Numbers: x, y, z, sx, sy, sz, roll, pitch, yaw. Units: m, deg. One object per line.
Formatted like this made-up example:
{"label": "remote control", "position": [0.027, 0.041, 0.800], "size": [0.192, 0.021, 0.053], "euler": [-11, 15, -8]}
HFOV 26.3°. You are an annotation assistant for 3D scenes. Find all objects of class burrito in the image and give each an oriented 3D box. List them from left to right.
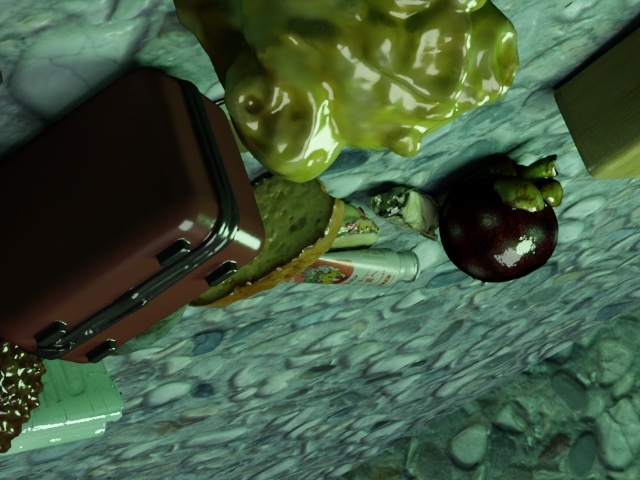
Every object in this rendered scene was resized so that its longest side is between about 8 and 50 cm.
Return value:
{"label": "burrito", "position": [0.134, -0.045, 2.091], "size": [0.063, 0.058, 0.229], "euler": [-27, 159, 21]}

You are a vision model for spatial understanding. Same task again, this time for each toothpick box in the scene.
{"label": "toothpick box", "position": [0.495, -0.222, 1.882], "size": [0.190, 0.187, 0.308], "euler": [-6, 158, -43]}

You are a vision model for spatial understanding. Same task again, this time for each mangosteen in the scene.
{"label": "mangosteen", "position": [0.287, -0.043, 2.114], "size": [0.194, 0.194, 0.230], "euler": [-3, 126, -47]}

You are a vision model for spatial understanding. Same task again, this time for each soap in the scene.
{"label": "soap", "position": [-0.427, 0.227, 1.991], "size": [0.261, 0.150, 0.094], "euler": [-7, 157, -42]}

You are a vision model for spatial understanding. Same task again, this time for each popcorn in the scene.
{"label": "popcorn", "position": [0.028, -0.217, 1.207], "size": [0.312, 0.312, 0.312], "euler": [-22, 160, -8]}

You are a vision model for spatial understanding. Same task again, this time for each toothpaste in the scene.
{"label": "toothpaste", "position": [0.043, 0.039, 2.016], "size": [0.234, 0.057, 0.089], "euler": [1, 154, -37]}

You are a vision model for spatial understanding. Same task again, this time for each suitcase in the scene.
{"label": "suitcase", "position": [-0.222, -0.023, 1.469], "size": [0.297, 0.236, 0.161], "euler": [-33, 148, 22]}

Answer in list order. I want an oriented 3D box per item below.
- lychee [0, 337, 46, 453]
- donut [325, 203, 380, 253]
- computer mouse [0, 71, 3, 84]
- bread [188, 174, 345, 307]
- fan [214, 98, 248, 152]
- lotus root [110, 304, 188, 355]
{"label": "lychee", "position": [-0.439, 0.146, 1.650], "size": [0.271, 0.271, 0.271], "euler": [-22, 160, -8]}
{"label": "donut", "position": [0.000, 0.000, 2.032], "size": [0.175, 0.068, 0.174], "euler": [-22, 163, -7]}
{"label": "computer mouse", "position": [-0.366, -0.158, 1.163], "size": [0.168, 0.087, 0.295], "euler": [-20, 159, -6]}
{"label": "bread", "position": [-0.074, -0.001, 1.856], "size": [0.260, 0.129, 0.134], "euler": [-28, 162, 14]}
{"label": "fan", "position": [-0.085, -0.158, 1.609], "size": [0.152, 0.008, 0.226], "euler": [-10, 157, -35]}
{"label": "lotus root", "position": [-0.230, 0.036, 1.716], "size": [0.175, 0.175, 0.349], "euler": [-11, 157, -33]}
